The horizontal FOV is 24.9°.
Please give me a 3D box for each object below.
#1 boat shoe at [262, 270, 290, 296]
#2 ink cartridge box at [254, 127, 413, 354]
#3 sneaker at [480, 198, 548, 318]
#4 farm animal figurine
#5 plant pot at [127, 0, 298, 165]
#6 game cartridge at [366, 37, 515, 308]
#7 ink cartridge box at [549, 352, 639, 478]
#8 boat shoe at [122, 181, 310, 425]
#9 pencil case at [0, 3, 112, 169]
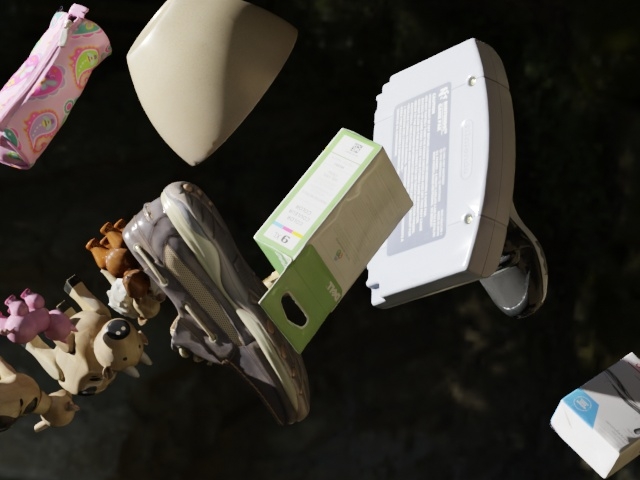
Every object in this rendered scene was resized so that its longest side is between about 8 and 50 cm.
[{"bbox_3d":[-0.047,0.049,2.322,0.190,0.068,0.072,-18,-83,-62],"label":"boat shoe"},{"bbox_3d":[0.000,0.000,1.489,0.209,0.062,0.109,-52,-37,-16],"label":"ink cartridge box"},{"bbox_3d":[0.213,-0.022,1.999,0.124,0.107,0.283,1,-115,-50],"label":"sneaker"},{"bbox_3d":[-0.326,0.148,1.965,0.330,0.172,0.327,-43,-6,-13],"label":"farm animal figurine"},{"bbox_3d":[-0.198,-0.290,2.344,0.284,0.191,0.284,-47,16,18],"label":"plant pot"},{"bbox_3d":[0.141,-0.079,1.701,0.062,0.198,0.297,24,-119,-40],"label":"game cartridge"},{"bbox_3d":[0.398,0.217,1.877,0.180,0.104,0.060,-28,-32,-33],"label":"ink cartridge box"},{"bbox_3d":[-0.136,0.095,1.914,0.355,0.130,0.132,60,-168,-5],"label":"boat shoe"},{"bbox_3d":[-0.458,-0.254,2.401,0.284,0.124,0.124,-59,-17,-20],"label":"pencil case"}]
